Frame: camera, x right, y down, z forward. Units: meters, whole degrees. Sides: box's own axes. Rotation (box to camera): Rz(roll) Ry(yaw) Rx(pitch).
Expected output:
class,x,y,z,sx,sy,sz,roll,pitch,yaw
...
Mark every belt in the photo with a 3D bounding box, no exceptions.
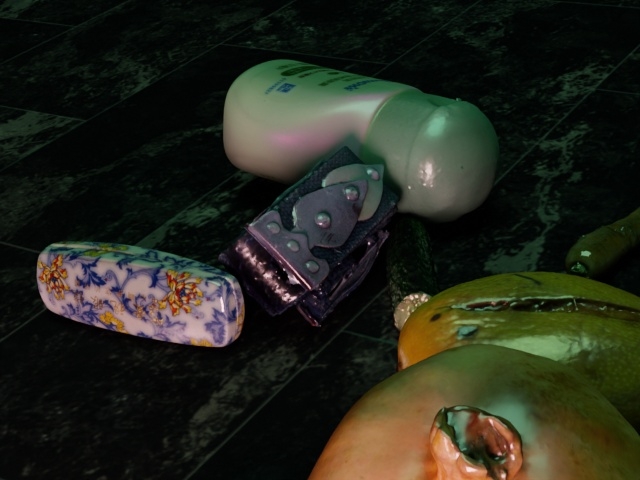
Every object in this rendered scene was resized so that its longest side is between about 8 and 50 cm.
class,x,y,z,sx,sy,sz,roll,pitch,yaw
belt,0.000,-0.001,1.330,0.128,0.122,0.218,45,49,0

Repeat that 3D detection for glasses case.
class,x,y,z,sx,sy,sz,roll,pitch,yaw
glasses case,-0.193,0.054,1.311,0.248,0.087,0.065,8,20,28

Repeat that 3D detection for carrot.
class,x,y,z,sx,sy,sz,roll,pitch,yaw
carrot,0.341,-0.015,1.354,0.049,0.049,0.254,19,35,39

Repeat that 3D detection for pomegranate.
class,x,y,z,sx,sy,sz,roll,pitch,yaw
pomegranate,0.096,0.182,0.749,0.252,0.270,0.229,-29,48,-22

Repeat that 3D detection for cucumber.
class,x,y,z,sx,sy,sz,roll,pitch,yaw
cucumber,0.099,0.028,1.324,0.058,0.052,0.214,13,27,-7

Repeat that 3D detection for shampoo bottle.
class,x,y,z,sx,sy,sz,roll,pitch,yaw
shampoo bottle,0.056,-0.119,1.495,0.350,0.151,0.222,20,21,39

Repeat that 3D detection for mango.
class,x,y,z,sx,sy,sz,roll,pitch,yaw
mango,0.214,0.098,1.095,0.295,0.120,0.177,-3,28,6
